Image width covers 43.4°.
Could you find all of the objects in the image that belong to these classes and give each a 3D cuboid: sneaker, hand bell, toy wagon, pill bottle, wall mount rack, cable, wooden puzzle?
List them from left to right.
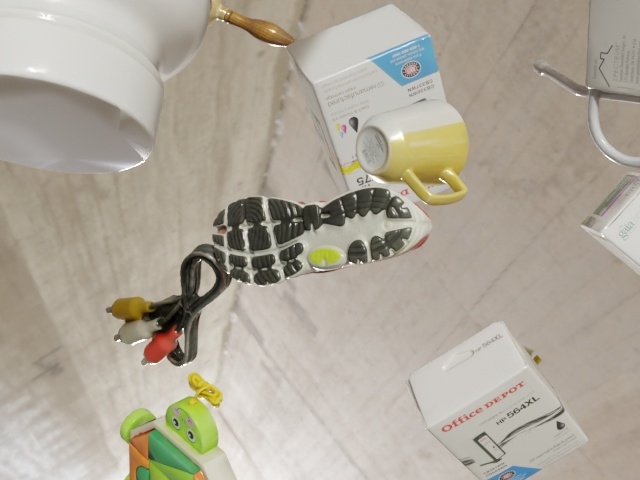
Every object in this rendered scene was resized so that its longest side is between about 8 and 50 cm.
[{"bbox_3d":[-0.197,-0.274,0.669,0.229,0.229,0.408,126,-30,-68],"label":"pill bottle"},{"bbox_3d":[-0.198,0.107,1.105,0.139,0.072,0.287,54,-40,-4],"label":"cable"},{"bbox_3d":[-0.188,0.341,1.119,0.267,0.068,0.344,29,-55,35],"label":"toy wagon"},{"bbox_3d":[-0.161,-0.411,1.481,0.242,0.126,0.126,22,-26,2],"label":"hand bell"},{"bbox_3d":[0.000,0.000,0.955,0.279,0.118,0.107,-2,-94,27],"label":"sneaker"},{"bbox_3d":[0.385,0.240,1.568,0.014,0.079,0.116,31,2,-21],"label":"wooden puzzle"},{"bbox_3d":[0.341,-0.271,0.905,0.304,0.130,0.350,21,-56,44],"label":"wall mount rack"}]

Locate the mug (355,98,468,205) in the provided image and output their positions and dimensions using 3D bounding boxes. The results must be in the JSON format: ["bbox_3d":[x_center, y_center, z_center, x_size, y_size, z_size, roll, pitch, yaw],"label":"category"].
[{"bbox_3d":[0.064,-0.064,0.555,0.078,0.064,0.062,26,-62,45],"label":"mug"}]

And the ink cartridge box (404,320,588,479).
[{"bbox_3d":[0.225,0.217,1.021,0.203,0.148,0.086,46,15,-37],"label":"ink cartridge box"}]

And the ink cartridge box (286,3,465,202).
[{"bbox_3d":[0.093,-0.210,1.336,0.197,0.198,0.270,-116,-176,-57],"label":"ink cartridge box"}]

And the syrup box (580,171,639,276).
[{"bbox_3d":[0.454,0.024,1.007,0.237,0.093,0.096,39,7,-2],"label":"syrup box"}]
